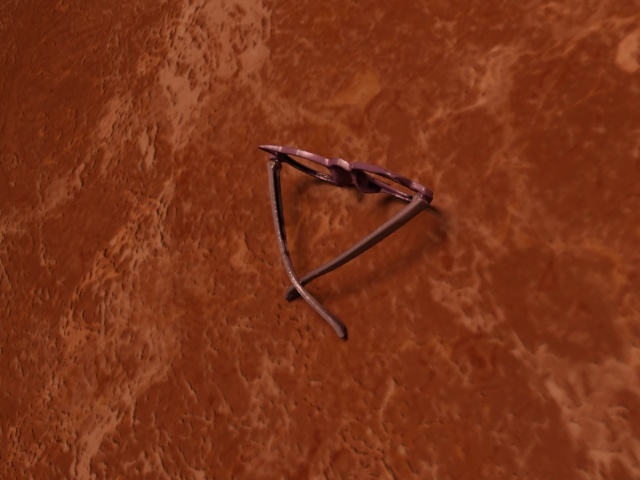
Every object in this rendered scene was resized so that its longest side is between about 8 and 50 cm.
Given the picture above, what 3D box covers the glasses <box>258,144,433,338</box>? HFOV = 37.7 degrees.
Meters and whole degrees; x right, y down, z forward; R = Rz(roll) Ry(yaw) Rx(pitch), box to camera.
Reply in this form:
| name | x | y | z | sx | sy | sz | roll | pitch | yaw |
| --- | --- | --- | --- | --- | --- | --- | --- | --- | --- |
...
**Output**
| name | x | y | z | sx | sy | sz | roll | pitch | yaw |
| --- | --- | --- | --- | --- | --- | --- | --- | --- | --- |
| glasses | 0.000 | 0.000 | 0.596 | 0.140 | 0.062 | 0.103 | 20 | 84 | 44 |
